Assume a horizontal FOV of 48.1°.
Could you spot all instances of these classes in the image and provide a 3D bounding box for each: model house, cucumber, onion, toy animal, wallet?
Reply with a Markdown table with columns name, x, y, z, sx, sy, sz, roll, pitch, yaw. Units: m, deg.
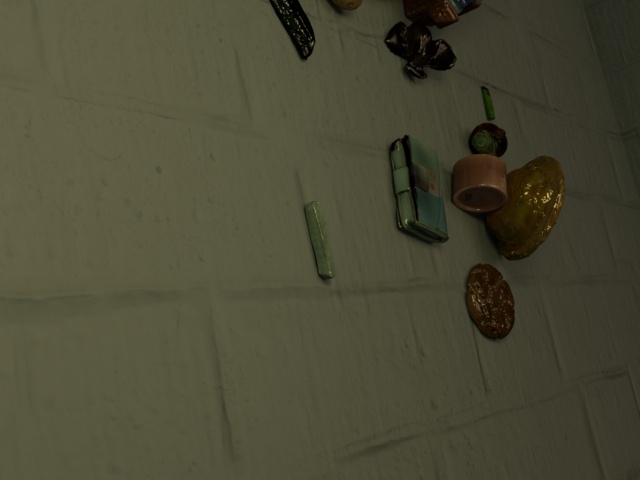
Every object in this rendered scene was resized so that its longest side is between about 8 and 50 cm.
| name | x | y | z | sx | sy | sz | roll | pitch | yaw |
| --- | --- | --- | --- | --- | --- | --- | --- | --- | --- |
| model house | 0.345 | -0.740 | 2.040 | 0.329 | 0.294 | 0.252 | -50 | 116 | -29 |
| cucumber | -0.065 | -0.525 | 1.652 | 0.220 | 0.046 | 0.070 | 61 | 32 | -10 |
| onion | 0.510 | -0.302 | 2.160 | 0.117 | 0.118 | 0.118 | 57 | 41 | -9 |
| toy animal | 0.273 | -0.546 | 2.029 | 0.218 | 0.116 | 0.180 | 14 | 31 | -15 |
| wallet | 0.255 | -0.131 | 1.823 | 0.176 | 0.075 | 0.251 | 21 | 58 | -47 |

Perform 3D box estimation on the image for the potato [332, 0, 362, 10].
| name | x | y | z | sx | sy | sz | roll | pitch | yaw |
| --- | --- | --- | --- | --- | --- | --- | --- | --- | --- |
| potato | 0.042 | -0.698 | 1.780 | 0.161 | 0.128 | 0.235 | 3 | 77 | -42 |

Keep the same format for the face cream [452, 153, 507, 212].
| name | x | y | z | sx | sy | sz | roll | pitch | yaw |
| --- | --- | --- | --- | --- | --- | --- | --- | --- | --- |
| face cream | 0.442 | -0.157 | 1.988 | 0.149 | 0.149 | 0.104 | 30 | 54 | -38 |

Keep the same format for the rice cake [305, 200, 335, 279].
| name | x | y | z | sx | sy | sz | roll | pitch | yaw |
| --- | --- | --- | --- | --- | --- | --- | --- | --- | --- |
| rice cake | -0.001 | 0.000 | 1.504 | 0.029 | 0.033 | 0.171 | 0 | 73 | -53 |

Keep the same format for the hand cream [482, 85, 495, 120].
| name | x | y | z | sx | sy | sz | roll | pitch | yaw |
| --- | --- | --- | --- | --- | --- | --- | --- | --- | --- |
| hand cream | 0.547 | -0.449 | 2.337 | 0.036 | 0.023 | 0.122 | 14 | 60 | -41 |

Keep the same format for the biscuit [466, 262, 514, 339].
| name | x | y | z | sx | sy | sz | roll | pitch | yaw |
| --- | --- | --- | --- | --- | --- | --- | --- | --- | --- |
| biscuit | 0.471 | 0.165 | 1.971 | 0.225 | 0.042 | 0.226 | 21 | 60 | -41 |

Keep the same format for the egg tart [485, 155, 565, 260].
| name | x | y | z | sx | sy | sz | roll | pitch | yaw |
| --- | --- | --- | --- | --- | --- | --- | --- | --- | --- |
| egg tart | 0.562 | -0.098 | 2.029 | 0.128 | 0.319 | 0.319 | 16 | 59 | -13 |
